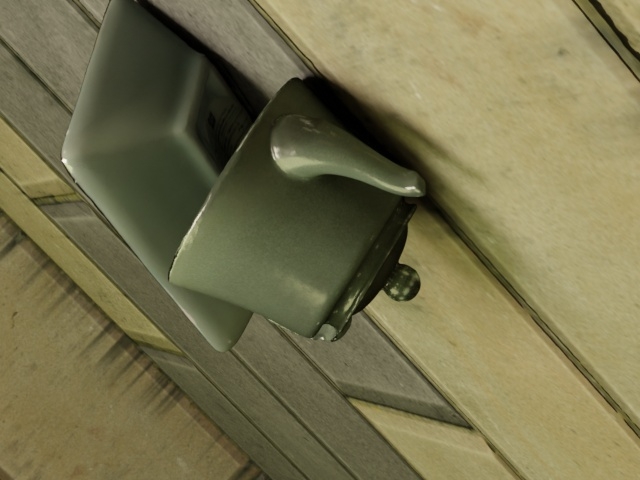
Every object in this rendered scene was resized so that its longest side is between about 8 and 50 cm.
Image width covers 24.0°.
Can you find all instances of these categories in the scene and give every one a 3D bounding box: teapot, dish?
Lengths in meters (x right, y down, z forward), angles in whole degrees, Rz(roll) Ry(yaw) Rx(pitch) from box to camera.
[{"bbox_3d":[0.000,0.000,1.019,0.149,0.162,0.239,30,146,1],"label":"teapot"},{"bbox_3d":[-0.086,-0.055,1.145,0.080,0.181,0.243,-12,137,24],"label":"dish"}]
